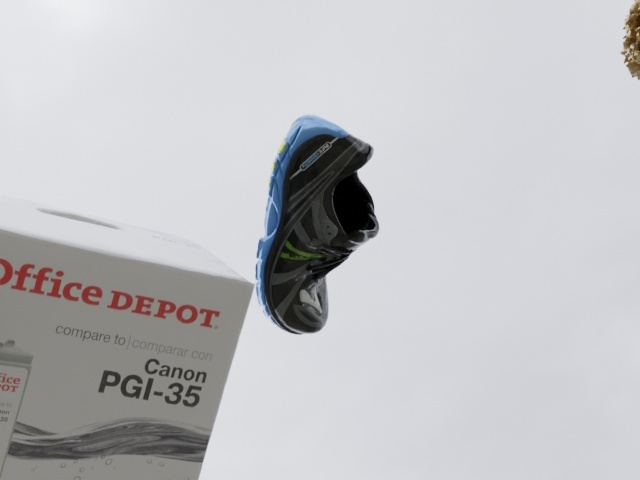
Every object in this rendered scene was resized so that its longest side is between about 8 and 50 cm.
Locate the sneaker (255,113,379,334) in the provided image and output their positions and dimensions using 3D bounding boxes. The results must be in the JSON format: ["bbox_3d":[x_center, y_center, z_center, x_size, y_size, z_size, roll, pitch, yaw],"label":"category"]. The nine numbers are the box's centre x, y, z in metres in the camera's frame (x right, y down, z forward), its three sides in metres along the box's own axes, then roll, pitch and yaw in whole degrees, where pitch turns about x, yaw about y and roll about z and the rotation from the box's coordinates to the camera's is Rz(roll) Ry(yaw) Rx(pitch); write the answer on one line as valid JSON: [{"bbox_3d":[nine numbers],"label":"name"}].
[{"bbox_3d":[0.000,0.000,0.986,0.078,0.067,0.188,19,-51,14],"label":"sneaker"}]

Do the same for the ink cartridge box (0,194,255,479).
[{"bbox_3d":[-0.189,0.125,0.910,0.207,0.117,0.283,13,-84,-28],"label":"ink cartridge box"}]

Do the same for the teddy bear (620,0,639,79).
[{"bbox_3d":[0.338,-0.178,1.023,0.338,0.245,0.113,15,-40,35],"label":"teddy bear"}]
